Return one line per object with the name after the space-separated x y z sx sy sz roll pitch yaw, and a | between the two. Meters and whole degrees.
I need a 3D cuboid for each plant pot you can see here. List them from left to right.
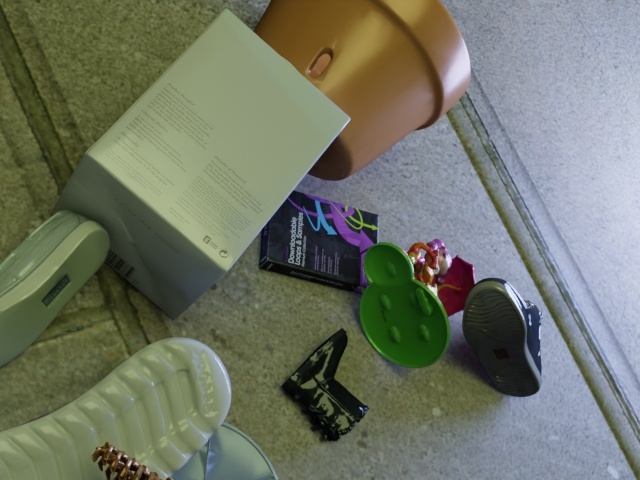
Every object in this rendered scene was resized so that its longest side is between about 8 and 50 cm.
0.019 -0.216 1.583 0.291 0.291 0.203 42 70 -5 | plant pot

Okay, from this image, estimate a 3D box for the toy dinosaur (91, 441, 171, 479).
-0.161 0.352 1.235 0.218 0.164 0.322 -37 94 -38 | toy dinosaur

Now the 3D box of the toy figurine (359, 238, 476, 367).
0.139 0.055 1.594 0.159 0.130 0.173 -35 111 -50 | toy figurine

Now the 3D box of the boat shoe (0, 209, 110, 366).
-0.334 0.054 1.347 0.081 0.079 0.227 30 64 30 | boat shoe

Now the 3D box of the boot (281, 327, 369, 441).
0.019 0.180 1.505 0.099 0.045 0.121 45 59 1 | boot

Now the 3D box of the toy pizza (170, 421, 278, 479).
-0.137 0.295 1.362 0.201 0.032 0.201 12 61 -22 | toy pizza

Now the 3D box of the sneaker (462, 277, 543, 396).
0.241 0.098 1.611 0.222 0.083 0.118 66 27 -44 | sneaker

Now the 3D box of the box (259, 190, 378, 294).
0.000 0.000 1.596 0.162 0.029 0.116 14 59 -21 | box

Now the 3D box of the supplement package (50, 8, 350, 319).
-0.142 -0.086 1.435 0.199 0.198 0.263 41 60 -5 | supplement package

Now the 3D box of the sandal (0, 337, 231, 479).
-0.274 0.249 1.268 0.416 0.102 0.169 -28 96 -24 | sandal
